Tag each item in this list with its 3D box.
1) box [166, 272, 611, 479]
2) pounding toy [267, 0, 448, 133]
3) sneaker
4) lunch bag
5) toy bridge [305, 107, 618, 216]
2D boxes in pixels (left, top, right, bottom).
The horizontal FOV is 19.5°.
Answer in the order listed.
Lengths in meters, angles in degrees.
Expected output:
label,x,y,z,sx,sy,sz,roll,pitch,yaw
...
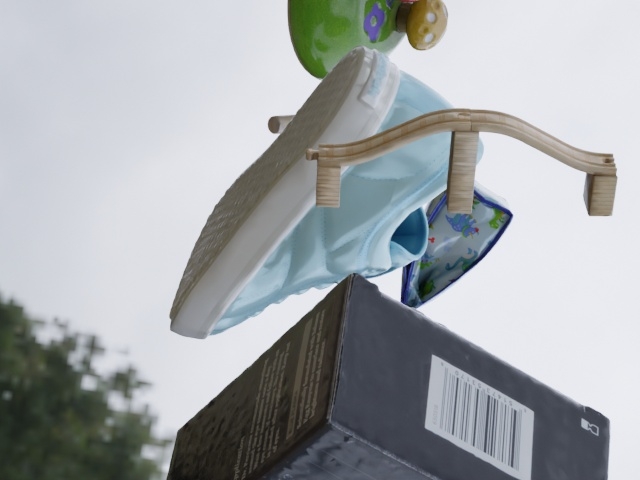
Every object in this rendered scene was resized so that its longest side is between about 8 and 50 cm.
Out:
label,x,y,z,sx,sy,sz,roll,pitch,yaw
box,0.028,0.121,0.877,0.158,0.156,0.093,-44,-155,40
pounding toy,0.059,-0.201,1.721,0.110,0.183,0.237,15,-81,31
sneaker,0.000,0.000,1.502,0.366,0.150,0.135,-45,-161,50
lunch bag,0.137,0.003,2.051,0.151,0.096,0.129,-57,179,8
toy bridge,0.085,-0.048,1.123,0.026,0.188,0.063,-89,-178,-55
